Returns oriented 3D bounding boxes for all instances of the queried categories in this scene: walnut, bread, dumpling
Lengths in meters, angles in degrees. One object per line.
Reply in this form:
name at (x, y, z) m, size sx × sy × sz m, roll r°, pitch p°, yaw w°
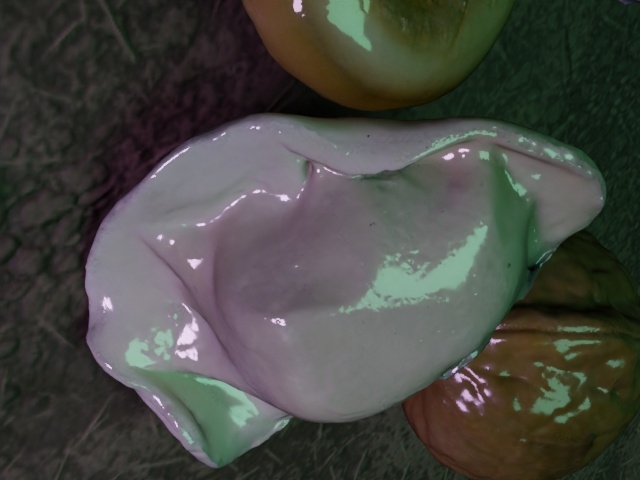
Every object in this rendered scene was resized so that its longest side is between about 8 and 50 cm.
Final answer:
walnut at (0.154, 0.085, 0.814) m, size 0.228 × 0.228 × 0.228 m, roll -25°, pitch 132°, yaw -31°
bread at (0.032, -0.180, 0.563) m, size 0.213 × 0.105 × 0.213 m, roll -5°, pitch 98°, yaw -38°
dumpling at (0.000, 0.000, 0.636) m, size 0.318 × 0.187 × 0.243 m, roll -40°, pitch 120°, yaw 18°

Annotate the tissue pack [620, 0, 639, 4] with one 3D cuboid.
tissue pack at (0.250, -0.388, 0.632) m, size 0.288 × 0.124 × 0.394 m, roll -33°, pitch 135°, yaw -23°
